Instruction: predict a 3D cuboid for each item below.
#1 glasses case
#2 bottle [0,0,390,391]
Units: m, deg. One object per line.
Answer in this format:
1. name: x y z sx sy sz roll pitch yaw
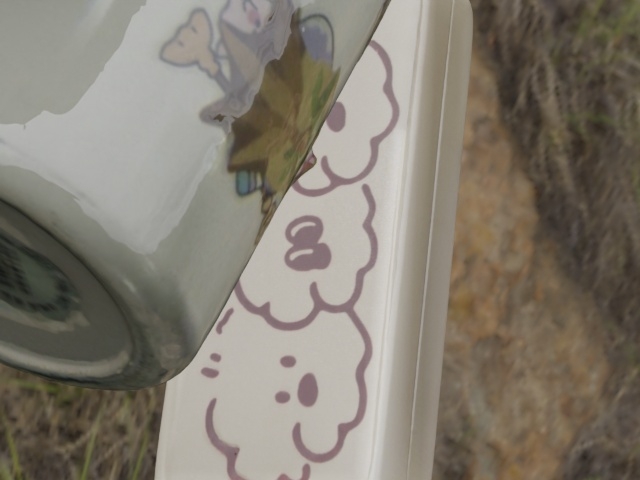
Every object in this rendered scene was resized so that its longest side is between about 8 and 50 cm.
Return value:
1. glasses case: 0.000 0.000 0.948 0.144 0.076 0.336 -5 69 28
2. bottle: -0.032 -0.093 0.443 0.120 0.120 0.253 25 63 3
